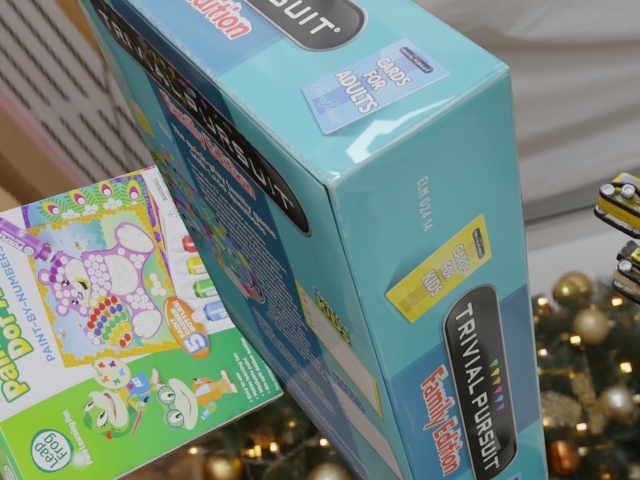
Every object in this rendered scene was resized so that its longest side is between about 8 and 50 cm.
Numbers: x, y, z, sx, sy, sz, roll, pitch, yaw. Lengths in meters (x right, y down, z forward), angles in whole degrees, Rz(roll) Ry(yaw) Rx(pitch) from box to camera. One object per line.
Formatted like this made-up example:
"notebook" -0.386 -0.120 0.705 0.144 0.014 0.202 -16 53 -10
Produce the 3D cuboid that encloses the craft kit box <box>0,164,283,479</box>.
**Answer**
"craft kit box" -0.191 0.078 0.870 0.247 0.061 0.250 -23 80 -34

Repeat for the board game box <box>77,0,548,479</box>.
"board game box" 0.000 0.000 0.514 0.254 0.079 0.336 45 -18 39

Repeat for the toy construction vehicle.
"toy construction vehicle" 0.202 0.007 0.563 0.035 0.098 0.086 -47 153 -22
